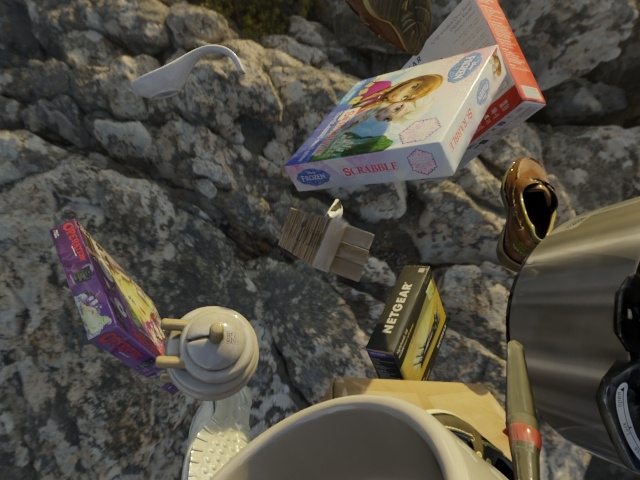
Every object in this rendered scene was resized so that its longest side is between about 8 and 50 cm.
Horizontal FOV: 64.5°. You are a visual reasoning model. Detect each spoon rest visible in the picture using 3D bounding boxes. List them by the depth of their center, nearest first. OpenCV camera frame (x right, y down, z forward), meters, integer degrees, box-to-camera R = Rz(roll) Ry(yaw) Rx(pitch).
[{"bbox_3d":[-0.326,-0.410,1.231,0.276,0.137,0.084,-15,98,1],"label":"spoon rest"}]

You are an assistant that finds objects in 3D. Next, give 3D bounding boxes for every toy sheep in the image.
[{"bbox_3d":[-0.098,0.099,0.450,0.091,0.132,0.091,5,67,-12],"label":"toy sheep"}]

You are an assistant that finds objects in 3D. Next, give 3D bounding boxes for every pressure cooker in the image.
[{"bbox_3d":[0.449,0.108,0.556,0.376,0.420,0.369,26,79,-3],"label":"pressure cooker"}]

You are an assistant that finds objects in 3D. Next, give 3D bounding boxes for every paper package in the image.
[{"bbox_3d":[0.131,0.401,0.884,0.325,0.168,0.309,10,122,-25],"label":"paper package"}]

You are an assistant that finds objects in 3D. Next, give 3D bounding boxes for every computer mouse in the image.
[{"bbox_3d":[0.027,-0.053,1.390,0.042,0.106,0.193,34,36,-1],"label":"computer mouse"}]

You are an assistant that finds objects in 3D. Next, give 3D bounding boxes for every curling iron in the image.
[{"bbox_3d":[0.195,0.195,0.481,0.035,0.274,0.068,-21,116,23],"label":"curling iron"}]

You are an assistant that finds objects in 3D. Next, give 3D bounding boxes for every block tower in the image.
[{"bbox_3d":[0.000,0.000,0.993,0.097,0.335,0.091,20,91,-15],"label":"block tower"}]

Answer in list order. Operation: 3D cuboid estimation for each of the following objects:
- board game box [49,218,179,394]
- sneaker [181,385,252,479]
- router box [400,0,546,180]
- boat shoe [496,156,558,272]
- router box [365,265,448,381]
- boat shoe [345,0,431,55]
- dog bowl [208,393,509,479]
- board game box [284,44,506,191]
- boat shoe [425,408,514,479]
[{"bbox_3d":[-0.332,0.132,0.877,0.056,0.347,0.208,-25,63,-10],"label":"board game box"},{"bbox_3d":[-0.164,0.310,0.769,0.090,0.235,0.095,41,108,-13],"label":"sneaker"},{"bbox_3d":[0.327,-0.353,1.220,0.082,0.335,0.301,-4,68,-32],"label":"router box"},{"bbox_3d":[0.440,-0.076,1.040,0.111,0.104,0.307,19,53,-1],"label":"boat shoe"},{"bbox_3d":[0.246,0.259,1.381,0.309,0.081,0.243,-57,135,-39],"label":"router box"},{"bbox_3d":[0.076,-0.262,0.571,0.060,0.178,0.064,26,102,27],"label":"boat shoe"},{"bbox_3d":[-0.007,0.263,0.378,0.349,0.349,0.102,-38,107,-9],"label":"dog bowl"},{"bbox_3d":[0.138,-0.222,0.933,0.318,0.318,0.066,-56,129,-35],"label":"board game box"},{"bbox_3d":[0.188,0.276,0.624,0.228,0.069,0.081,38,80,-33],"label":"boat shoe"}]
